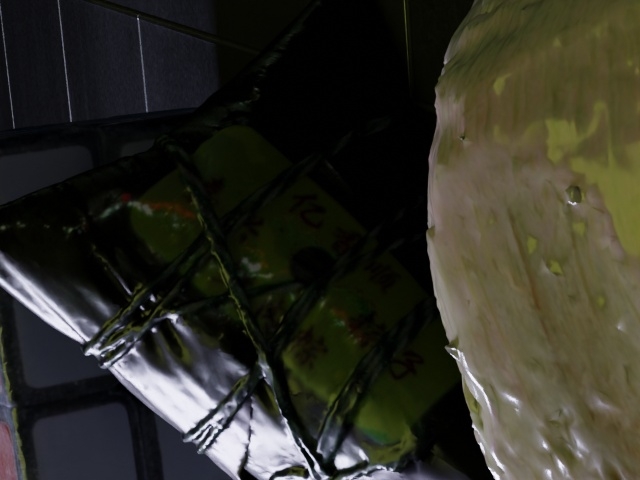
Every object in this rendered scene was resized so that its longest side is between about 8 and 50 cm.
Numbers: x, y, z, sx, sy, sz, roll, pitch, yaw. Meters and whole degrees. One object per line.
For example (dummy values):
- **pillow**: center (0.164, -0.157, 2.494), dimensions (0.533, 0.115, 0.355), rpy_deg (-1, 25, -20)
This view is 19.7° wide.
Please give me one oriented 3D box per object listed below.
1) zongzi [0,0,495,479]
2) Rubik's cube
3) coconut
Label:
- **zongzi**: center (0.000, 0.000, 1.289), dimensions (0.383, 0.362, 0.319), rpy_deg (42, 157, -7)
- **Rubik's cube**: center (-0.165, 0.047, 1.506), dimensions (0.305, 0.301, 0.303), rpy_deg (7, 104, 63)
- **coconut**: center (0.180, -0.028, 0.621), dimensions (0.254, 0.297, 0.297), rpy_deg (69, 159, -1)
